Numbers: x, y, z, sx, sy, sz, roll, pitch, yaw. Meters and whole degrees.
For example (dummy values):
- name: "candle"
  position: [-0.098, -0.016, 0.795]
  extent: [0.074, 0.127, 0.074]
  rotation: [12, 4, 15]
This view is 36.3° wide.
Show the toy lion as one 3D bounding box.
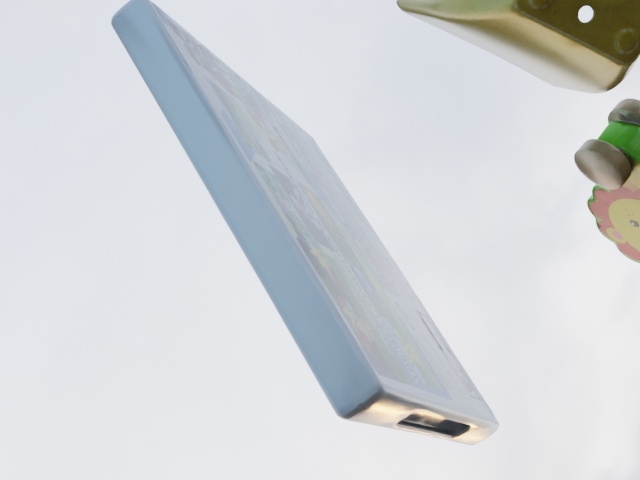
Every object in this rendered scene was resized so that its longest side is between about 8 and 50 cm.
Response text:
- name: "toy lion"
  position: [0.153, -0.010, 0.404]
  extent: [0.034, 0.100, 0.096]
  rotation: [-49, -49, -15]

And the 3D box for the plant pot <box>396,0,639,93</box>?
- name: "plant pot"
  position: [0.087, -0.099, 0.347]
  extent: [0.081, 0.083, 0.081]
  rotation: [23, -75, -13]

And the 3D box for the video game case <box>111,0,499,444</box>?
- name: "video game case"
  position: [0.000, 0.000, 0.731]
  extent: [0.036, 0.329, 0.300]
  rotation: [-36, -25, 11]
